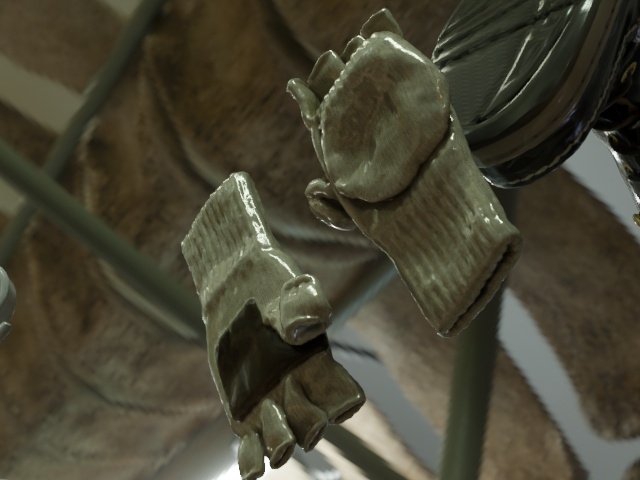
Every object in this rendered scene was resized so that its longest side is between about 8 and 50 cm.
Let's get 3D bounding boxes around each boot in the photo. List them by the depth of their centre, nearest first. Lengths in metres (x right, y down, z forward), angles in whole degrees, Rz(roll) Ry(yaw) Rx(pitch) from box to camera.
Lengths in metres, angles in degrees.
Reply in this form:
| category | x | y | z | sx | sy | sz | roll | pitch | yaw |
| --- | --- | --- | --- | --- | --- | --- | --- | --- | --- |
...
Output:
| category | x | y | z | sx | sy | sz | roll | pitch | yaw |
| --- | --- | --- | --- | --- | --- | --- | --- | --- | --- |
| boot | 0.215 | -0.084 | 1.041 | 0.138 | 0.377 | 0.284 | -27 | -67 | 28 |

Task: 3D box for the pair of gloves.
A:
| category | x | y | z | sx | sy | sz | roll | pitch | yaw |
| --- | --- | --- | --- | --- | --- | --- | --- | --- | --- |
| pair of gloves | 0.000 | 0.000 | 0.864 | 0.042 | 0.204 | 0.240 | 13 | -47 | -38 |

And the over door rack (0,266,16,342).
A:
| category | x | y | z | sx | sy | sz | roll | pitch | yaw |
| --- | --- | --- | --- | --- | --- | --- | --- | --- | --- |
| over door rack | -0.278 | 0.077 | 0.676 | 0.108 | 0.324 | 0.239 | 14 | -30 | 21 |

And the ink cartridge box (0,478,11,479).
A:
| category | x | y | z | sx | sy | sz | roll | pitch | yaw |
| --- | --- | --- | --- | --- | --- | --- | --- | --- | --- |
| ink cartridge box | -0.232 | 0.249 | 1.202 | 0.209 | 0.109 | 0.062 | 13 | -58 | -35 |
